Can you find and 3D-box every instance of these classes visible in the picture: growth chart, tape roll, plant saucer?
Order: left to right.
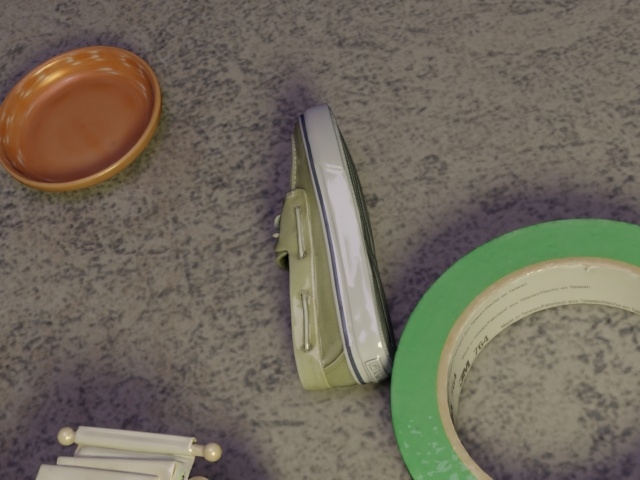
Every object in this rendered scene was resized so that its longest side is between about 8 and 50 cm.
[{"bbox_3d":[-0.271,-0.134,1.308,0.200,0.037,0.199,-7,57,10],"label":"plant saucer"},{"bbox_3d":[-0.183,0.256,0.926,0.172,0.021,0.237,11,64,20],"label":"growth chart"},{"bbox_3d":[0.222,0.134,0.978,0.321,0.077,0.321,-7,56,11],"label":"tape roll"}]

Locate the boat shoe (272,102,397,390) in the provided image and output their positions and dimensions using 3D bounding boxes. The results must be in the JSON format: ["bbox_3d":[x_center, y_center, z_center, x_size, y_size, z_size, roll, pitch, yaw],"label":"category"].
[{"bbox_3d":[0.000,0.000,1.108,0.094,0.109,0.302,-15,58,8],"label":"boat shoe"}]
